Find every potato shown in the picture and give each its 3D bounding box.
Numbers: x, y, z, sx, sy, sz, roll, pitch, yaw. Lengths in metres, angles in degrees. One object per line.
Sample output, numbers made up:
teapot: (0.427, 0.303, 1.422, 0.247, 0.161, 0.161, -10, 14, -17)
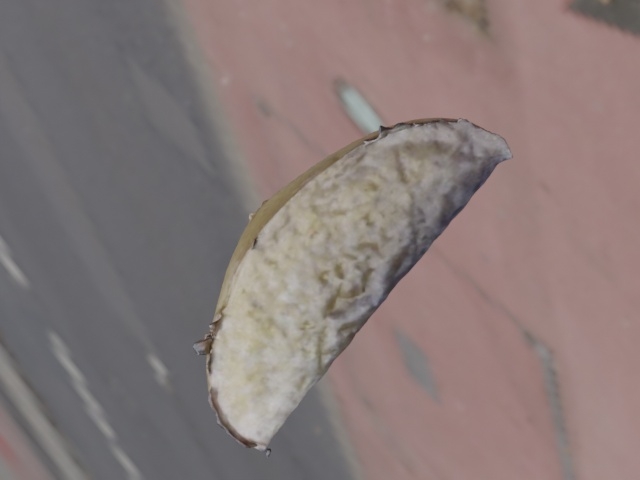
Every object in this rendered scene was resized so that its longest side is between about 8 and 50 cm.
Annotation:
potato: (-0.001, 0.000, 0.461, 0.037, 0.093, 0.036, 35, -169, -22)
